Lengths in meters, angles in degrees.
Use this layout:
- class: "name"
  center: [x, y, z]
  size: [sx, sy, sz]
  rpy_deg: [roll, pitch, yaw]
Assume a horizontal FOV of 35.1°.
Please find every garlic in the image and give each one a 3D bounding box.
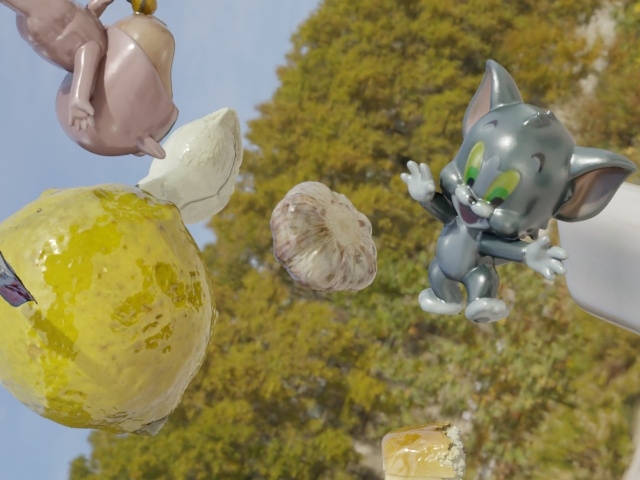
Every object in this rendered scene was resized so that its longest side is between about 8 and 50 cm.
- class: "garlic"
  center: [0.000, 0.000, 1.316]
  size: [0.102, 0.159, 0.147]
  rpy_deg: [-32, 28, 43]

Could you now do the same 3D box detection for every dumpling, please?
- class: "dumpling"
  center: [-0.206, -0.123, 1.747]
  size: [0.166, 0.126, 0.215]
  rpy_deg: [56, -134, -42]

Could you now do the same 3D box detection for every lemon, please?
- class: "lemon"
  center: [-0.315, 0.099, 1.443]
  size: [0.350, 0.350, 0.387]
  rpy_deg: [12, -123, -79]

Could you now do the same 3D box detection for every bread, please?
- class: "bread"
  center: [0.127, 0.265, 1.243]
  size: [0.125, 0.106, 0.082]
  rpy_deg: [-53, -37, -79]

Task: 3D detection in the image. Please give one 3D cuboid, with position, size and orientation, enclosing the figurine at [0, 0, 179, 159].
- class: "figurine"
  center: [-0.259, -0.226, 1.177]
  size: [0.186, 0.287, 0.176]
  rpy_deg: [-39, 23, -7]

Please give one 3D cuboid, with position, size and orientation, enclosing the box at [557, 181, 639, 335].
- class: "box"
  center: [0.577, 0.039, 1.814]
  size: [0.141, 0.349, 0.288]
  rpy_deg: [-25, -63, -25]

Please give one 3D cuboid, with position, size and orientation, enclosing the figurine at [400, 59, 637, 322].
- class: "figurine"
  center: [0.187, -0.018, 1.031]
  size: [0.140, 0.193, 0.265]
  rpy_deg: [-28, -39, -33]

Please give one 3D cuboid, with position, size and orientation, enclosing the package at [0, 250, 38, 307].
- class: "package"
  center: [-0.398, -0.012, 1.074]
  size: [0.030, 0.239, 0.154]
  rpy_deg: [-53, 18, -18]
